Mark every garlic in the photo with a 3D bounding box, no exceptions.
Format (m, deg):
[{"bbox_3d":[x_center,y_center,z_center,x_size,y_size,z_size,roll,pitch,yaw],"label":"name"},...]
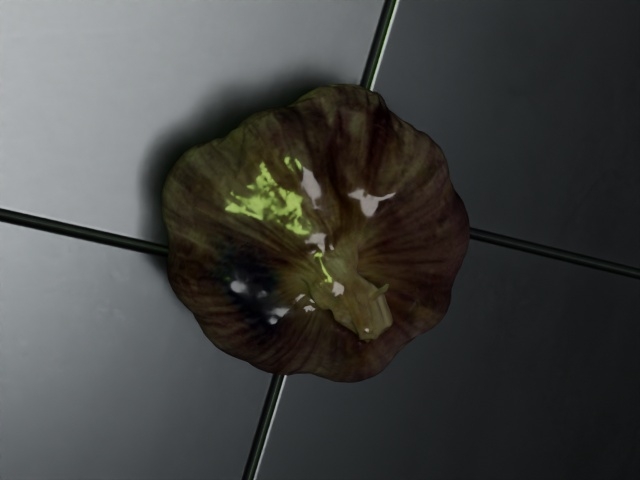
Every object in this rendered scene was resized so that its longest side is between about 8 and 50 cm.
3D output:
[{"bbox_3d":[0.000,0.000,1.375,0.245,0.160,0.244,-2,104,-9],"label":"garlic"}]
